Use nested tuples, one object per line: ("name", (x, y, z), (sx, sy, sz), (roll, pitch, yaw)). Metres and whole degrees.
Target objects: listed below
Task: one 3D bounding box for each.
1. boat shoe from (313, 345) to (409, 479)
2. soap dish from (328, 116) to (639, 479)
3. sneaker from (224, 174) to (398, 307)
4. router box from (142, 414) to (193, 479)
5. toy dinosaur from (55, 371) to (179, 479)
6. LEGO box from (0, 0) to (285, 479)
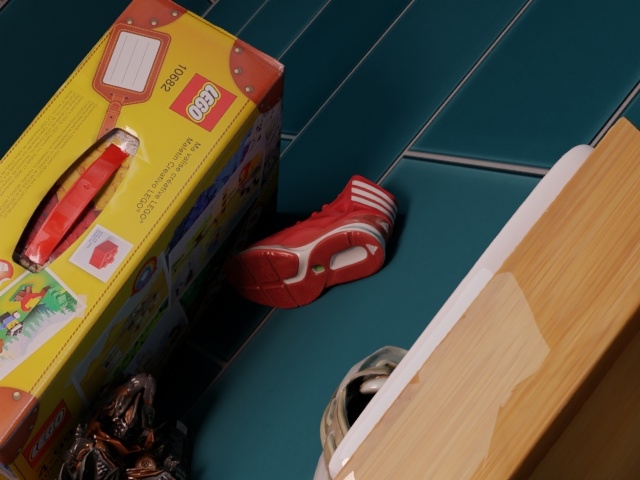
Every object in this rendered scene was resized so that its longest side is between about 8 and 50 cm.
("boat shoe", (0.057, 0.148, 0.911), (0.302, 0.113, 0.103), (-70, 2, -67))
("soap dish", (0.163, 0.105, 0.754), (0.291, 0.229, 0.118), (-50, 40, -11))
("sneaker", (0.000, 0.000, 1.385), (0.221, 0.087, 0.128), (-11, 31, 35))
("router box", (-0.196, 0.259, 1.318), (0.122, 0.038, 0.092), (-38, 25, 18))
("toy dinosaur", (-0.212, 0.288, 1.196), (0.218, 0.164, 0.322), (-19, 70, 57))
("LEGO box", (-0.254, 0.031, 1.380), (0.500, 0.193, 0.372), (-56, -10, -22))
